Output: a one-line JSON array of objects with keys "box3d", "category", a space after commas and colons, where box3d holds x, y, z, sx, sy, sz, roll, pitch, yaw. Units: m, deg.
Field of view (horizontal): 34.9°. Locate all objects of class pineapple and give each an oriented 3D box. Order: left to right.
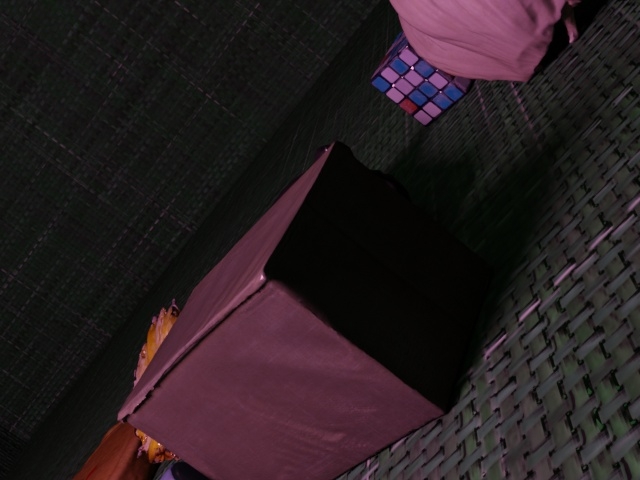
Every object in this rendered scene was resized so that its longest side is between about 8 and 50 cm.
[{"box3d": [-0.181, 0.175, 1.254, 0.221, 0.047, 0.221, -36, 49, 56], "category": "pineapple"}]

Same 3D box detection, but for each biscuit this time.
[{"box3d": [-0.339, 0.394, 1.377, 0.381, 0.074, 0.359, -45, 10, 24], "category": "biscuit"}]

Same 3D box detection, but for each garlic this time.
[{"box3d": [0.139, -0.239, 0.930, 0.142, 0.178, 0.229, -10, -21, -33], "category": "garlic"}]

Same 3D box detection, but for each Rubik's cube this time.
[{"box3d": [0.132, -0.212, 1.217, 0.092, 0.092, 0.092, -37, 18, 55], "category": "Rubik's cube"}]

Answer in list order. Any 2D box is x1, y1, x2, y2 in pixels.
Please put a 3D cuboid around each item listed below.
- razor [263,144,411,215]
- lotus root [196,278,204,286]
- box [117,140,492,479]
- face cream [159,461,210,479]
[{"box3d": [0.003, 0.002, 1.023, 0.189, 0.107, 0.327, -53, 9, 5], "category": "razor"}, {"box3d": [-0.109, 0.087, 1.300, 0.190, 0.094, 0.108, -16, 56, 67], "category": "lotus root"}, {"box3d": [-0.014, 0.072, 0.746, 0.231, 0.149, 0.155, -43, 14, 43], "category": "box"}, {"box3d": [-0.191, 0.348, 0.806, 0.385, 0.086, 0.135, -56, 9, 7], "category": "face cream"}]
